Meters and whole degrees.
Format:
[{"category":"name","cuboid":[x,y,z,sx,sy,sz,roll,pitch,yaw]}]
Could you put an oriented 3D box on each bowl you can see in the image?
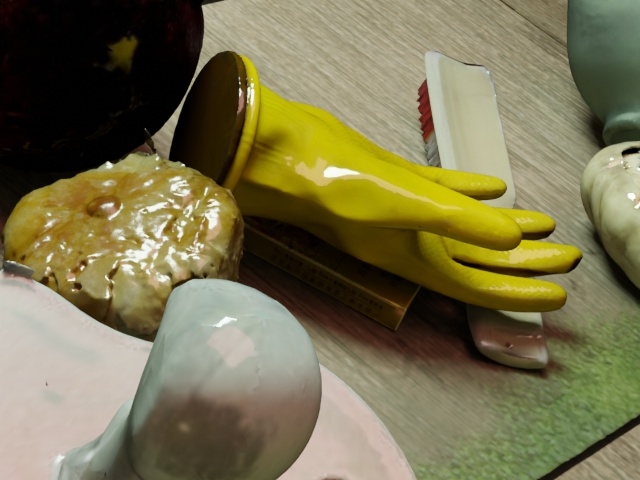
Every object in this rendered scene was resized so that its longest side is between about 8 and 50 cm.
[{"category":"bowl","cuboid":[0.323,-0.127,1.484,0.289,0.146,0.289,22,-13,5]}]

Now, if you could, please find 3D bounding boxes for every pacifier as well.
[{"category":"pacifier","cuboid":[-0.088,0.122,0.833,0.332,0.273,0.220,16,17,-15]}]

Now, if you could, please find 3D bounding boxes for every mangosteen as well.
[{"category":"mangosteen","cuboid":[-0.207,-0.149,1.170,0.265,0.228,0.228,-14,31,14]}]

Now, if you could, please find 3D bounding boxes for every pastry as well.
[{"category":"pastry","cuboid":[-0.118,0.011,1.064,0.153,0.081,0.153,-1,49,2]}]

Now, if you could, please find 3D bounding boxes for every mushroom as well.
[{"category":"mushroom","cuboid":[0.276,-0.025,1.373,0.154,0.122,0.154,12,39,-10]}]

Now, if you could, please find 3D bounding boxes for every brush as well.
[{"category":"brush","cuboid":[0.115,-0.023,1.338,0.060,0.050,0.321,15,41,-20]}]

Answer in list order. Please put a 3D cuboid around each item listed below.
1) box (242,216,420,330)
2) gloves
[{"category":"box","cuboid":[0.000,0.000,1.241,0.156,0.022,0.089,27,31,4]},{"category":"gloves","cuboid":[0.051,-0.031,1.214,0.294,0.116,0.133,17,45,-23]}]
